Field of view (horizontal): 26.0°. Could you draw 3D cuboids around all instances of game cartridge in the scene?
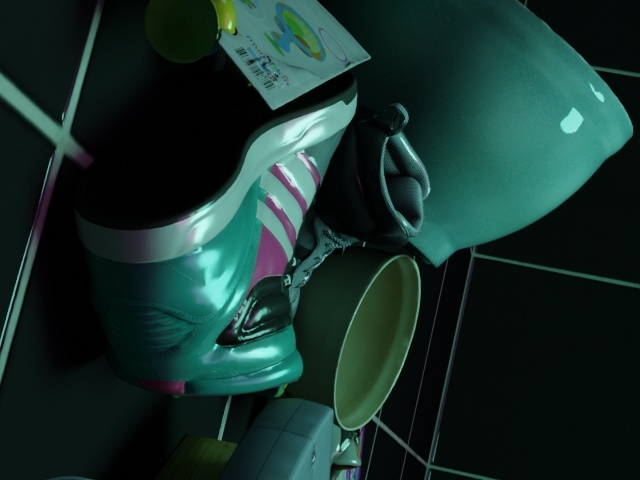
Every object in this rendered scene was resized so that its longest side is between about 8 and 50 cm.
[{"bbox_3d":[-0.053,0.247,0.927,0.294,0.060,0.196,-63,163,-56],"label":"game cartridge"}]

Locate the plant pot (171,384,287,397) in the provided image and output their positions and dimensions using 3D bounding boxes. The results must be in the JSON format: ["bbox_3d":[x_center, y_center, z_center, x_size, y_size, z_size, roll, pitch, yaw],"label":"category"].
[{"bbox_3d":[-0.062,0.082,1.018,0.083,0.079,0.083,10,90,-79],"label":"plant pot"}]

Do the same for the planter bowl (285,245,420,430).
[{"bbox_3d":[0.005,0.074,1.221,0.162,0.109,0.162,-47,146,-45],"label":"planter bowl"}]

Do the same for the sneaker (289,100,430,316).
[{"bbox_3d":[0.000,0.000,1.055,0.101,0.153,0.268,-63,161,-53],"label":"sneaker"}]

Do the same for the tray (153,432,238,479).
[{"bbox_3d":[-0.131,0.315,0.921,0.411,0.076,0.202,-54,153,-67],"label":"tray"}]

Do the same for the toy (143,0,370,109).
[{"bbox_3d":[-0.054,-0.136,0.840,0.056,0.137,0.237,-40,-179,17],"label":"toy"}]

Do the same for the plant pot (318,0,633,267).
[{"bbox_3d":[0.090,-0.102,1.191,0.196,0.293,0.293,-51,167,-1],"label":"plant pot"}]

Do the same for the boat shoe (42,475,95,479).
[{"bbox_3d":[-0.153,0.171,0.574,0.306,0.113,0.105,-40,155,-59],"label":"boat shoe"}]

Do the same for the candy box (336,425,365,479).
[{"bbox_3d":[-0.014,0.271,1.454,0.233,0.071,0.159,-65,163,-51],"label":"candy box"}]

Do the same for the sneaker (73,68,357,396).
[{"bbox_3d":[-0.051,0.006,0.874,0.295,0.124,0.178,-47,142,-56],"label":"sneaker"}]

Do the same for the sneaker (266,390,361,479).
[{"bbox_3d":[-0.003,0.157,1.315,0.100,0.108,0.271,59,42,-71],"label":"sneaker"}]
